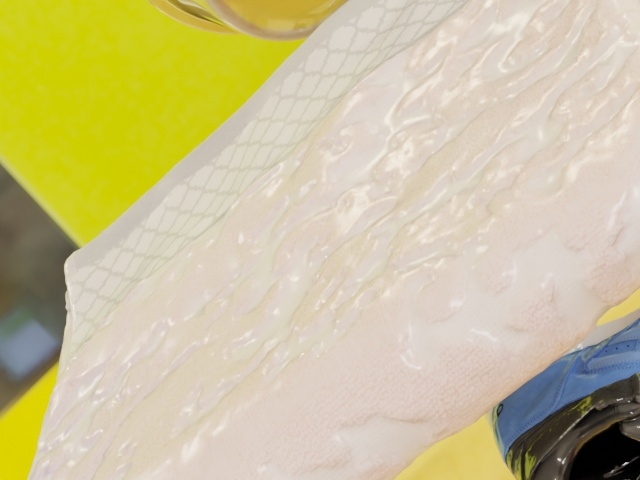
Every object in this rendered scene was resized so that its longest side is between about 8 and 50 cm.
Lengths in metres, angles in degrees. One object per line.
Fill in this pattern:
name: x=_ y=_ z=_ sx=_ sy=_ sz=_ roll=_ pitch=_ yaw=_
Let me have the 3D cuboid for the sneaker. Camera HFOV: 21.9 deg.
sneaker: x=0.135 y=0.050 z=0.592 sx=0.152 sy=0.058 sz=0.084 roll=-27 pitch=29 yaw=6

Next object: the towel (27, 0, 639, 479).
towel: x=0.000 y=0.000 z=0.673 sx=0.332 sy=0.053 sz=0.317 roll=-40 pitch=24 yaw=18

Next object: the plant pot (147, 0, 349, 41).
plant pot: x=-0.056 y=-0.285 z=1.448 sx=0.254 sy=0.254 sz=0.239 roll=-39 pitch=30 yaw=4
